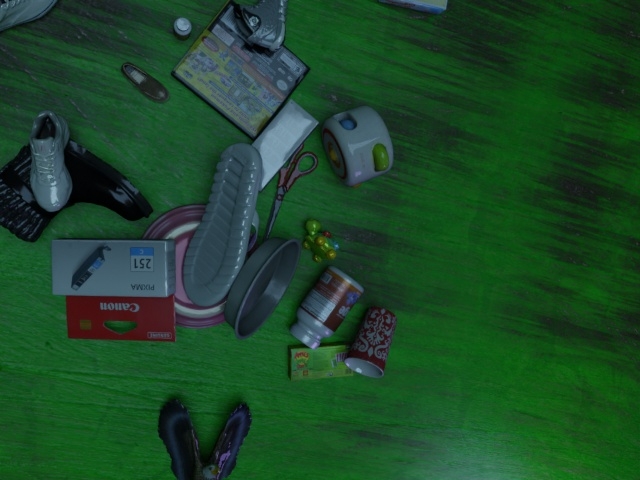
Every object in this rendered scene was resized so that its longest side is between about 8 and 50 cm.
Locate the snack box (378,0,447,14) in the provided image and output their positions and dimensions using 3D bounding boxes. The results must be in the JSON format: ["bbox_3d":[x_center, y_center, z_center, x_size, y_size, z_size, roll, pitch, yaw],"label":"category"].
[{"bbox_3d":[0.273,-0.806,1.671,0.187,0.060,0.322,7,93,-15],"label":"snack box"}]

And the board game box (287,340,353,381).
[{"bbox_3d":[0.000,0.339,1.714,0.181,0.043,0.092,-2,95,-15],"label":"board game box"}]

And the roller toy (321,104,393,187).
[{"bbox_3d":[0.090,-0.247,1.609,0.146,0.209,0.191,-23,87,-11],"label":"roller toy"}]

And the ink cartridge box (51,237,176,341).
[{"bbox_3d":[-0.506,0.126,1.497,0.296,0.066,0.261,0,95,7],"label":"ink cartridge box"}]

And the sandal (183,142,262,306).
[{"bbox_3d":[-0.215,-0.029,1.501,0.102,0.169,0.416,9,102,-58],"label":"sandal"}]

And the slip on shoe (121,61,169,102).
[{"bbox_3d":[-0.440,-0.398,1.529,0.135,0.041,0.051,41,84,-15],"label":"slip on shoe"}]

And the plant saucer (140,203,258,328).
[{"bbox_3d":[-0.315,0.071,1.585,0.332,0.084,0.332,-1,95,-15],"label":"plant saucer"}]

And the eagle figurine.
[{"bbox_3d":[-0.304,0.581,1.607,0.226,0.225,0.298,34,47,-54],"label":"eagle figurine"}]

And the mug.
[{"bbox_3d":[0.138,0.284,1.704,0.113,0.150,0.169,31,61,-15],"label":"mug"}]

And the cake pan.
[{"bbox_3d":[-0.148,0.113,1.550,0.054,0.293,0.293,29,87,15],"label":"cake pan"}]

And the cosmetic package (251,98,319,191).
[{"bbox_3d":[-0.118,-0.248,1.606,0.099,0.060,0.239,41,87,-4],"label":"cosmetic package"}]

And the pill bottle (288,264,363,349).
[{"bbox_3d":[0.012,0.186,1.663,0.121,0.121,0.216,37,86,-15],"label":"pill bottle"}]

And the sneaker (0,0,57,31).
[{"bbox_3d":[-0.720,-0.548,1.414,0.258,0.091,0.094,-37,103,-9],"label":"sneaker"}]

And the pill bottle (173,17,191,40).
[{"bbox_3d":[-0.345,-0.531,1.520,0.043,0.083,0.043,-1,95,-15],"label":"pill bottle"}]

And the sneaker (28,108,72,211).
[{"bbox_3d":[-0.610,-0.182,1.347,0.090,0.115,0.232,-5,84,-10],"label":"sneaker"}]

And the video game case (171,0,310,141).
[{"bbox_3d":[-0.205,-0.443,1.592,0.275,0.035,0.248,38,85,-16],"label":"video game case"}]

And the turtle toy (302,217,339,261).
[{"bbox_3d":[0.000,0.000,1.665,0.066,0.095,0.130,-46,106,-29],"label":"turtle toy"}]

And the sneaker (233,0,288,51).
[{"bbox_3d":[-0.153,-0.601,1.539,0.132,0.086,0.229,6,77,-24],"label":"sneaker"}]

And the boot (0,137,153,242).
[{"bbox_3d":[-0.610,-0.089,1.463,0.348,0.131,0.260,36,79,-5],"label":"boot"}]

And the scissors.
[{"bbox_3d":[-0.114,-0.139,1.655,0.109,0.021,0.297,34,88,-16],"label":"scissors"}]
